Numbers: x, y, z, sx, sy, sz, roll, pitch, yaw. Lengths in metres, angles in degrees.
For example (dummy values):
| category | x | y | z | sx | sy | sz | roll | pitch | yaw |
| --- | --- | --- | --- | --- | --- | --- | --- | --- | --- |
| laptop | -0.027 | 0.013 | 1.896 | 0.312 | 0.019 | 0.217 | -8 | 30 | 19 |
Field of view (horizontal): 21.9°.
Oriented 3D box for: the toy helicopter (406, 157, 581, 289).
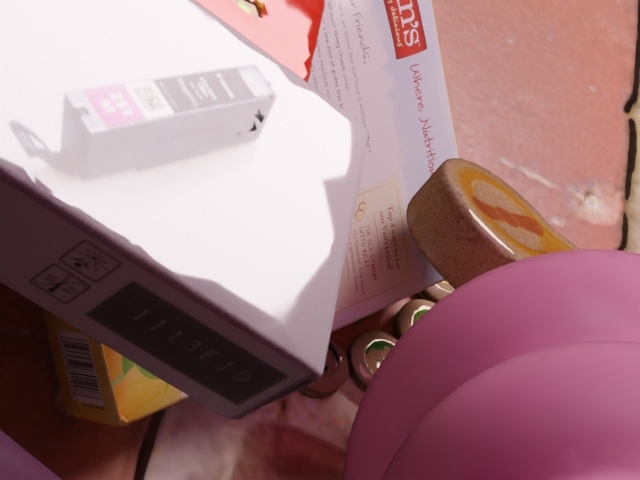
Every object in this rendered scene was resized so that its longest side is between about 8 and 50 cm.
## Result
| category | x | y | z | sx | sy | sz | roll | pitch | yaw |
| --- | --- | --- | --- | --- | --- | --- | --- | --- | --- |
| toy helicopter | 0.188 | 0.060 | 0.851 | 0.355 | 0.140 | 0.235 | 35 | 26 | -20 |

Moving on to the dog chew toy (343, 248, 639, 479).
| category | x | y | z | sx | sy | sz | roll | pitch | yaw |
| --- | --- | --- | --- | --- | --- | --- | --- | --- | --- |
| dog chew toy | 0.103 | 0.120 | 0.595 | 0.206 | 0.206 | 0.332 | 40 | 12 | -2 |

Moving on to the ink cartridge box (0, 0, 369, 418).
| category | x | y | z | sx | sy | sz | roll | pitch | yaw |
| --- | --- | --- | --- | --- | --- | --- | --- | --- | --- |
| ink cartridge box | -0.098 | -0.098 | 0.616 | 0.275 | 0.060 | 0.239 | 34 | 47 | -26 |

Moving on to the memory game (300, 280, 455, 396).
| category | x | y | z | sx | sy | sz | roll | pitch | yaw |
| --- | --- | --- | --- | --- | --- | --- | --- | --- | --- |
| memory game | 0.000 | 0.000 | 0.866 | 0.186 | 0.012 | 0.186 | 16 | 52 | -22 |

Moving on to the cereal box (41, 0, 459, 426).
| category | x | y | z | sx | sy | sz | roll | pitch | yaw |
| --- | --- | --- | --- | --- | --- | --- | --- | --- | --- |
| cereal box | -0.031 | -0.035 | 0.775 | 0.240 | 0.047 | 0.173 | -21 | 106 | -41 |

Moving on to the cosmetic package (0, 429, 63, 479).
| category | x | y | z | sx | sy | sz | roll | pitch | yaw |
| --- | --- | --- | --- | --- | --- | --- | --- | --- | --- |
| cosmetic package | -0.065 | 0.270 | 0.514 | 0.377 | 0.097 | 0.284 | 39 | 44 | -3 |
